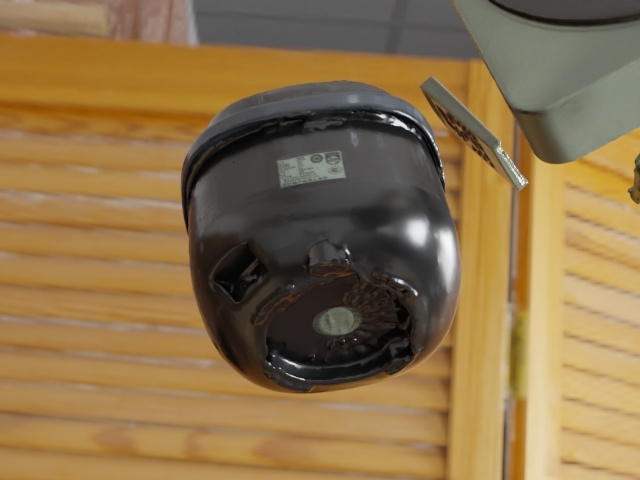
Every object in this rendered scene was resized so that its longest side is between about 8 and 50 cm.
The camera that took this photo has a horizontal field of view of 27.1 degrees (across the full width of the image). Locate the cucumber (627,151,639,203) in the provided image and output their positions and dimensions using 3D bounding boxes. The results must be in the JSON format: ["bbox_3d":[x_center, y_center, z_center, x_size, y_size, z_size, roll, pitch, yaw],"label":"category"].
[{"bbox_3d":[0.362,-0.086,1.223,0.134,0.134,0.244,12,-27,-21],"label":"cucumber"}]

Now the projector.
[{"bbox_3d":[0.202,-0.187,0.790,0.259,0.257,0.079,-28,-46,10],"label":"projector"}]

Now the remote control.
[{"bbox_3d":[0.268,-0.188,2.340,0.038,0.285,0.123,-39,-50,3],"label":"remote control"}]

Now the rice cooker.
[{"bbox_3d":[0.000,0.000,1.190,0.267,0.224,0.267,-4,-43,-4],"label":"rice cooker"}]
